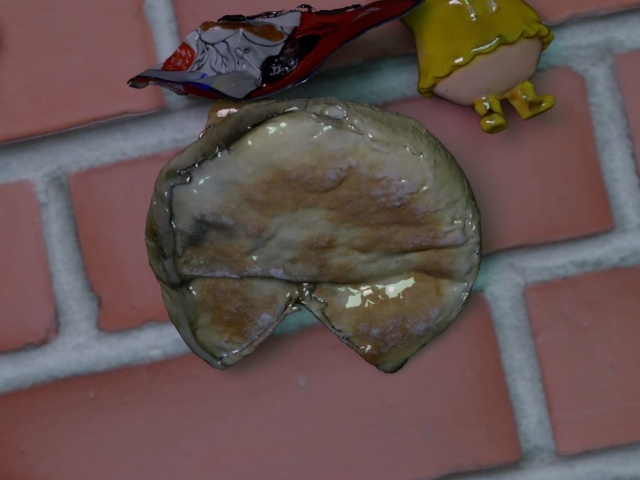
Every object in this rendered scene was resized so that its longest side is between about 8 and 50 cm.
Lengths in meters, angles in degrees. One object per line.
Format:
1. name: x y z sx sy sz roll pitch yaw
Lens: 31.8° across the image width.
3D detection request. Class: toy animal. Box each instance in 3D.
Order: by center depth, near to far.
1. toy animal: 0.141 -0.213 1.088 0.156 0.156 0.229 -23 75 3

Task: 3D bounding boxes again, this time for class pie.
1. pie: 0.000 0.000 1.047 0.338 0.075 0.337 -4 125 -6

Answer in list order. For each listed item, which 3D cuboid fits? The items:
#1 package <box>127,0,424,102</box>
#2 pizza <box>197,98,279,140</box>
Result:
1. package: -0.053 -0.174 1.045 0.269 0.071 0.194 7 44 38
2. pizza: -0.075 -0.044 1.126 0.147 0.069 0.226 26 90 3
